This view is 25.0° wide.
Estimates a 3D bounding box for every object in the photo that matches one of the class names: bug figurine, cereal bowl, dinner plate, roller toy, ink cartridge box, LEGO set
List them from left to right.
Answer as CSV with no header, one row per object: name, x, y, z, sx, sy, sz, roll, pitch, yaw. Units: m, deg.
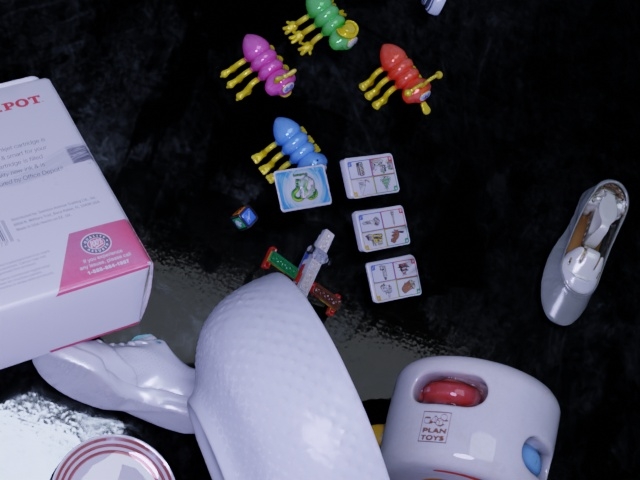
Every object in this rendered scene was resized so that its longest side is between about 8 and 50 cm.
ink cartridge box,-0.333,-0.021,1.547,0.207,0.117,0.283,-18,59,-26
dinner plate,-0.224,0.280,1.565,0.141,0.017,0.141,7,67,-17
cereal bowl,-0.045,0.212,1.493,0.141,0.339,0.339,-21,78,-11
LEGO set,0.000,0.000,1.734,0.244,0.060,0.182,-11,87,-37
bug figurine,0.009,-0.199,1.813,0.279,0.072,0.216,-38,86,-28
roller toy,0.164,0.228,1.631,0.209,0.191,0.146,21,64,-12

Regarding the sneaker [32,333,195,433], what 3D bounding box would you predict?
sneaker,-0.215,0.137,1.600,0.212,0.080,0.094,25,56,-20

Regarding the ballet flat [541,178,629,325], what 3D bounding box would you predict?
ballet flat,0.340,0.009,1.856,0.072,0.068,0.213,30,62,-7

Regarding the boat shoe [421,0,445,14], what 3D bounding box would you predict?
boat shoe,0.133,-0.386,1.943,0.083,0.065,0.183,13,60,-13
